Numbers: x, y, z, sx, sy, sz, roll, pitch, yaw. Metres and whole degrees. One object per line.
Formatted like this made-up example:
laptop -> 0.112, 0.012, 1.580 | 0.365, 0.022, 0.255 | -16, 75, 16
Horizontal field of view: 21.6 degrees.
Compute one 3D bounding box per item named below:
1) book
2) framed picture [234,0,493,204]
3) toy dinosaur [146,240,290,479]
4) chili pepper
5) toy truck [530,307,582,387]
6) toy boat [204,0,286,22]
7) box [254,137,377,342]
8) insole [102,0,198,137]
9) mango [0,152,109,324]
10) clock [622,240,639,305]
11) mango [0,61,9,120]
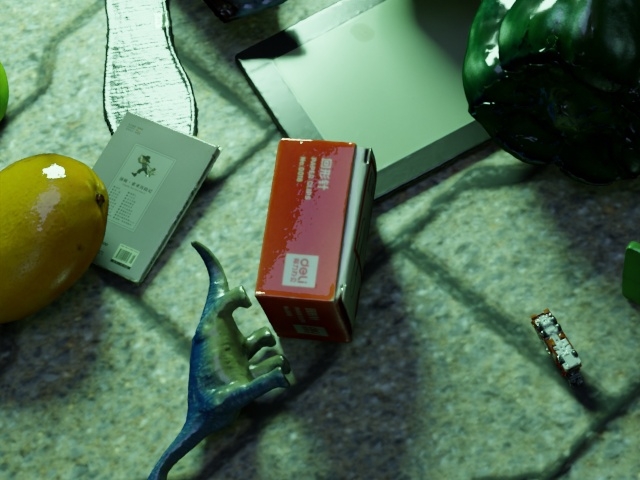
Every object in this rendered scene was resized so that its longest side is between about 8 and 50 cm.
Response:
book -> -0.204, -0.050, 1.840 | 0.127, 0.014, 0.181 | 23, 72, 22
framed picture -> 0.110, -0.195, 1.885 | 0.347, 0.016, 0.265 | -29, 60, -8
toy dinosaur -> -0.133, 0.134, 1.706 | 0.188, 0.075, 0.247 | -27, 66, 1
chili pepper -> 0.281, -0.208, 1.736 | 0.233, 0.248, 0.256 | 26, 66, -20
toy truck -> 0.239, 0.108, 1.685 | 0.024, 0.032, 0.083 | -24, 57, -9
toy boat -> -0.126, -0.372, 1.954 | 0.142, 0.129, 0.309 | -40, 61, -2
box -> 0.000, 0.000, 1.714 | 0.099, 0.133, 0.182 | 5, 67, 9
insole -> -0.202, -0.206, 1.939 | 0.110, 0.012, 0.309 | -10, 60, 4
mango -> -0.317, 0.006, 1.777 | 0.219, 0.112, 0.145 | -48, 65, 4
clock -> 0.459, -0.016, 1.679 | 0.220, 0.106, 0.255 | 27, 67, 21
mango -> -0.394, -0.169, 1.922 | 0.073, 0.056, 0.108 | -10, 72, 7
